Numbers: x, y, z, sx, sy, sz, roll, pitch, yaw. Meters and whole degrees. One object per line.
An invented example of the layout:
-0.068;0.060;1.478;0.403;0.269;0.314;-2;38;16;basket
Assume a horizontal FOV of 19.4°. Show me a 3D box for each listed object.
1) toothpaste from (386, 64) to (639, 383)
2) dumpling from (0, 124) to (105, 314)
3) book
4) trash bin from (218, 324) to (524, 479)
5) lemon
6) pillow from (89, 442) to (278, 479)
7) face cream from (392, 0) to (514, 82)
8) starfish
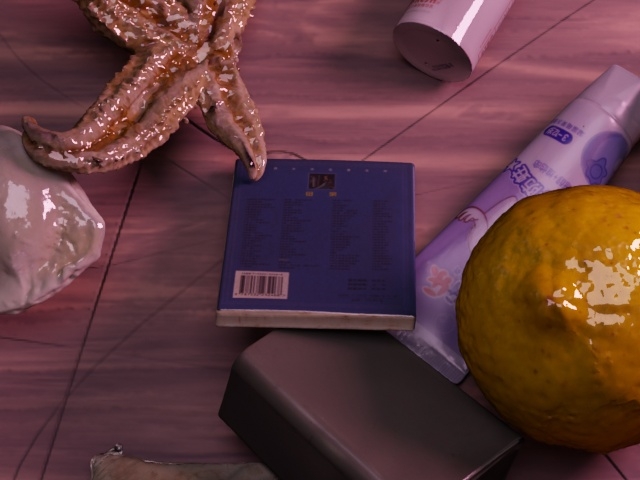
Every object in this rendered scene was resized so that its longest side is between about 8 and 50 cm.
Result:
0.208;-0.023;1.920;0.125;0.080;0.371;39;78;14;toothpaste
-0.333;-0.022;1.898;0.179;0.131;0.252;-49;59;3;dumpling
0.000;0.000;1.861;0.191;0.025;0.269;2;35;1;book
0.041;0.183;1.766;0.240;0.122;0.164;39;49;21;trash bin
0.257;0.071;1.759;0.253;0.310;0.253;-2;87;29;lemon
-0.140;0.336;1.738;0.185;0.075;0.302;3;65;5;pillow
0.169;-0.282;2.025;0.096;0.096;0.214;26;67;13;face cream
-0.189;-0.244;1.968;0.324;0.082;0.432;7;63;-24;starfish
